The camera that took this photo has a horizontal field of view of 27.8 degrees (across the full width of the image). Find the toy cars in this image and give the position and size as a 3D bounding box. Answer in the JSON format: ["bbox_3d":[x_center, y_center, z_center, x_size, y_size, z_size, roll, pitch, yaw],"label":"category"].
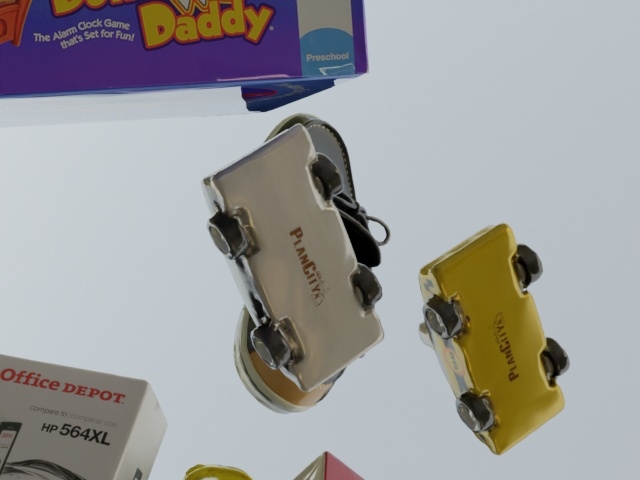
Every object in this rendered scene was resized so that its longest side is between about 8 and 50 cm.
[{"bbox_3d":[0.050,0.042,1.009,0.087,0.393,0.176,22,-91,56],"label":"toy cars"}]

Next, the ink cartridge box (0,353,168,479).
[{"bbox_3d":[-0.232,0.207,1.072,0.148,0.086,0.203,9,-123,13],"label":"ink cartridge box"}]

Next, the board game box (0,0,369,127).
[{"bbox_3d":[-0.123,-0.112,0.730,0.347,0.233,0.078,-164,-110,-79],"label":"board game box"}]

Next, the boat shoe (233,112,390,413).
[{"bbox_3d":[0.000,0.000,1.693,0.156,0.187,0.500,-36,-150,32],"label":"boat shoe"}]

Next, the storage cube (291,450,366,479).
[{"bbox_3d":[0.013,0.401,1.501,0.183,0.193,0.215,-43,-162,23],"label":"storage cube"}]

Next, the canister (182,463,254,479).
[{"bbox_3d":[-0.086,0.256,1.037,0.170,0.073,0.126,179,-79,-85],"label":"canister"}]
